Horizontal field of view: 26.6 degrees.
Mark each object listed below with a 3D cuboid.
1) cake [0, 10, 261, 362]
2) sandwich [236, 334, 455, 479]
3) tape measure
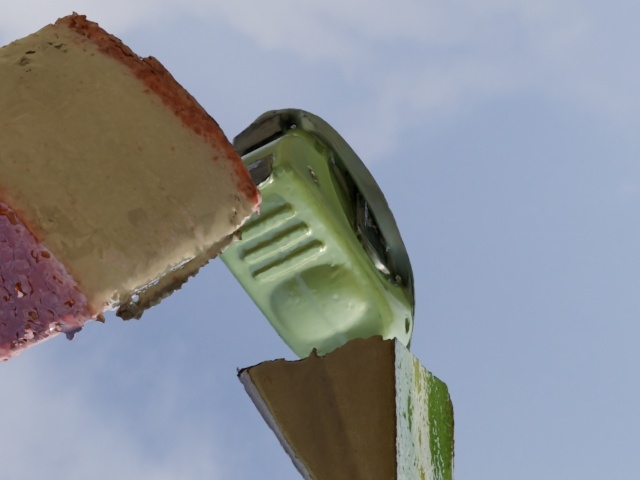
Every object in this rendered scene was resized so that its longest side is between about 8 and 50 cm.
[{"bbox_3d":[-0.192,-0.013,0.797,0.158,0.262,0.159,-41,-77,-48],"label":"cake"},{"bbox_3d":[0.011,0.108,0.553,0.074,0.074,0.116,44,-141,-52],"label":"sandwich"},{"bbox_3d":[0.000,0.000,0.937,0.200,0.106,0.175,53,-162,-26],"label":"tape measure"}]
